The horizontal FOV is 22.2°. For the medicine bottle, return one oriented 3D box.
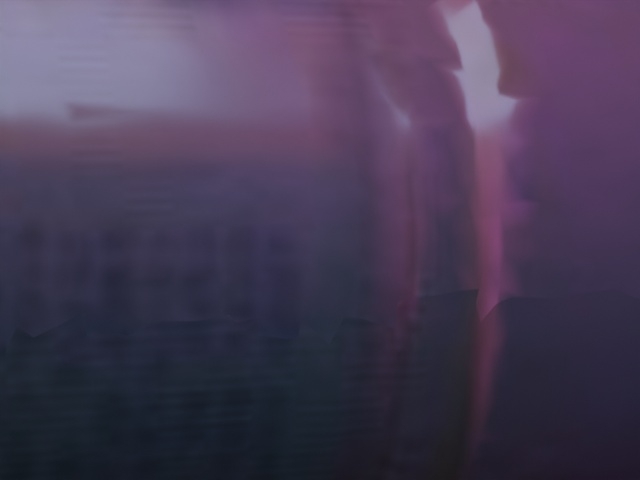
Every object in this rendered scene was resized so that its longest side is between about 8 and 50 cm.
[{"bbox_3d":[0.000,0.000,0.504,0.406,0.236,0.236,0,41,-21],"label":"medicine bottle"}]
